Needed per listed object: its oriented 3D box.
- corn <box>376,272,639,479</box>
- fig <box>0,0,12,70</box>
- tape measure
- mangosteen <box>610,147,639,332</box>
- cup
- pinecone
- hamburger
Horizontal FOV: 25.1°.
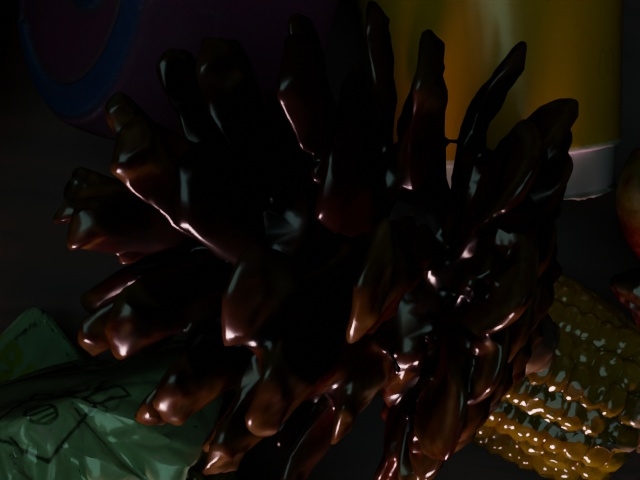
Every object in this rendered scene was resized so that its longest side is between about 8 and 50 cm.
[{"bbox_3d":[0.076,0.050,0.870,0.322,0.119,0.119,28,91,3],"label":"corn"},{"bbox_3d":[-0.301,-0.157,0.865,0.235,0.214,0.235,2,65,-5],"label":"fig"},{"bbox_3d":[-0.082,-0.177,0.832,0.149,0.231,0.245,1,104,-33],"label":"tape measure"},{"bbox_3d":[0.282,-0.003,0.795,0.265,0.228,0.228,-15,88,-14],"label":"mangosteen"},{"bbox_3d":[0.098,-0.162,0.844,0.196,0.196,0.279,-6,96,4],"label":"cup"},{"bbox_3d":[-0.005,0.009,0.699,0.264,0.264,0.264,0,89,4],"label":"pinecone"},{"bbox_3d":[-0.125,0.115,0.827,0.276,0.260,0.150,9,82,-18],"label":"hamburger"}]
